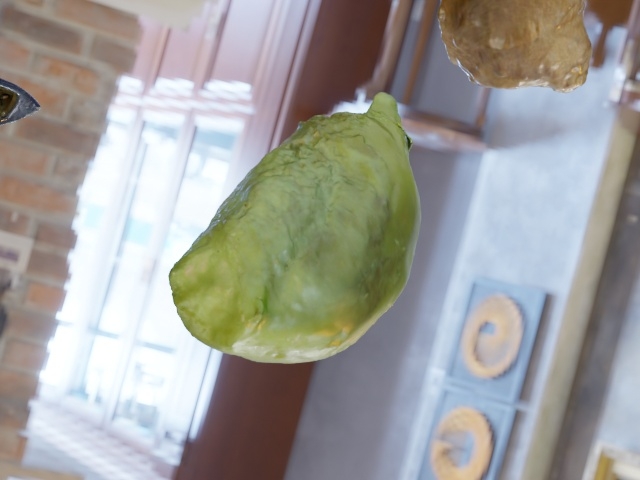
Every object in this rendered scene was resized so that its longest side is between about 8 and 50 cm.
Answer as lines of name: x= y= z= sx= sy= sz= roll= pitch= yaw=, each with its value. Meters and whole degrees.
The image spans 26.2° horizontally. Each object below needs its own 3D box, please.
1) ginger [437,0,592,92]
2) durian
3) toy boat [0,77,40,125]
ginger: x=0.235 y=-0.281 z=1.476 sx=0.221 sy=0.275 sz=0.130 roll=-3 pitch=-152 yaw=31
durian: x=0.000 y=0.000 z=0.927 sx=0.101 sy=0.139 sz=0.250 roll=11 pitch=-147 yaw=36
toy boat: x=-0.363 y=-0.141 z=1.361 sx=0.046 sy=0.080 sz=0.229 roll=36 pitch=-159 yaw=19
